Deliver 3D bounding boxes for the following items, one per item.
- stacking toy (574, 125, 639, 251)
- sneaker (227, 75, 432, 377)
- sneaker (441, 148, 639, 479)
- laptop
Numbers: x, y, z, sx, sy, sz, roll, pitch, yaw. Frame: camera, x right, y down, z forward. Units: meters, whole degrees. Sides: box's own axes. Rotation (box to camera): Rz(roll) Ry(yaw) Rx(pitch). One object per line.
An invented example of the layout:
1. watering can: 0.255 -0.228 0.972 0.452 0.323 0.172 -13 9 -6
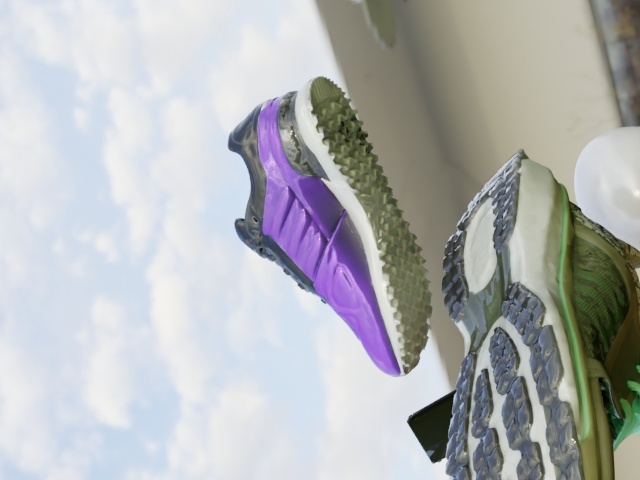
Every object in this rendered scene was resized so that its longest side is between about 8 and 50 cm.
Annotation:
1. stacking toy: 0.395 0.080 1.133 0.480 0.350 0.350 48 -171 19
2. sneaker: 0.000 -0.001 1.245 0.102 0.146 0.293 -39 -71 -61
3. sneaker: 0.202 0.096 0.957 0.410 0.182 0.158 -84 18 -48
4. laptop: 0.231 0.212 1.932 0.136 0.234 0.264 61 -179 -16
